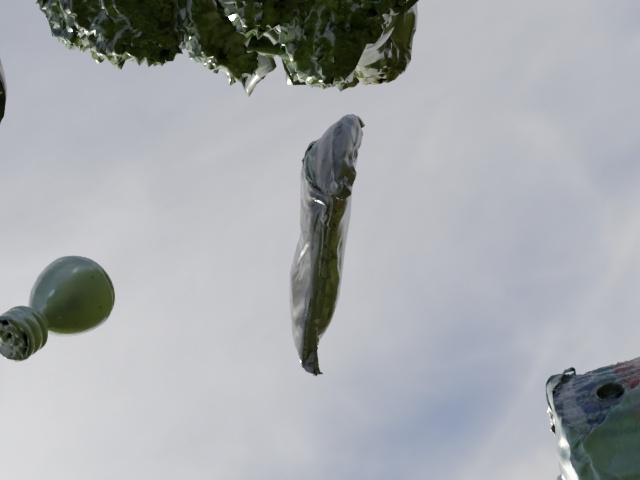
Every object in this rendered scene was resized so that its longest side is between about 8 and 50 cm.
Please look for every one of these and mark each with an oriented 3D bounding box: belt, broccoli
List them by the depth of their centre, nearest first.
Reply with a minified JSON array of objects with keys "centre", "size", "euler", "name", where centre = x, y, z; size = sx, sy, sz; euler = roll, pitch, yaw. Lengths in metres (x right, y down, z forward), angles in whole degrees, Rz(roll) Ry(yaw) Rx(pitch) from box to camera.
[{"centre":[-0.033,-0.199,0.725],"size":[0.283,0.304,0.321],"euler":[58,-146,-47],"name":"broccoli"},{"centre":[0.302,0.216,1.259],"size":[0.150,0.207,0.257],"euler":[-16,-3,6],"name":"belt"}]

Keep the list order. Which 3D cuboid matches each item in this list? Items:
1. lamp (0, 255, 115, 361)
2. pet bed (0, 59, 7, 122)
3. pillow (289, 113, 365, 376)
[{"centre":[-0.339,0.089,1.646],"size":[0.193,0.106,0.106],"euler":[-43,-32,-55],"name":"lamp"},{"centre":[-0.328,-0.108,0.953],"size":[0.201,0.053,0.201],"euler":[-8,-37,-6],"name":"pet bed"},{"centre":[0.000,0.000,1.309],"size":[0.169,0.059,0.255],"euler":[-84,2,-57],"name":"pillow"}]
